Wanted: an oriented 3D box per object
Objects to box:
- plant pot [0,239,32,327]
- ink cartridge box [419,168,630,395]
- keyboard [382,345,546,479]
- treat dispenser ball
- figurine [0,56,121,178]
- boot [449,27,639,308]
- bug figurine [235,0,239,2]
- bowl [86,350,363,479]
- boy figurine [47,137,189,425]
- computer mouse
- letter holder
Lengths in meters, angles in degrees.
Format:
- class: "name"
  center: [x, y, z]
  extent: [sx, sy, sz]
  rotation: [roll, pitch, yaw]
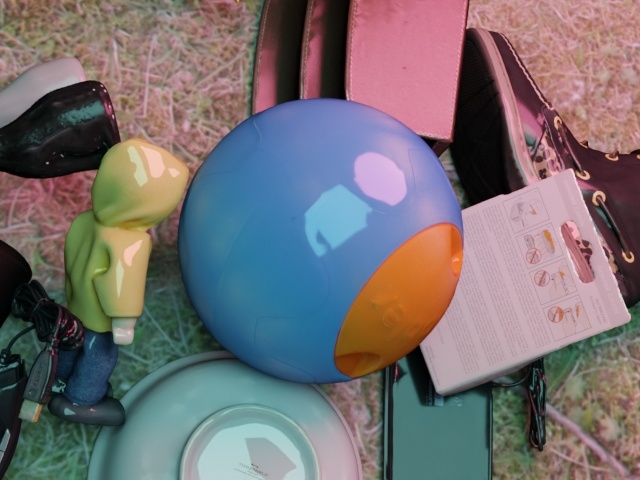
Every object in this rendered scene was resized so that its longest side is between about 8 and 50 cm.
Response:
- class: "plant pot"
  center: [-0.404, 0.042, 1.282]
  extent: [0.187, 0.167, 0.188]
  rotation: [30, 68, -6]
- class: "ink cartridge box"
  center: [0.201, 0.047, 1.415]
  extent: [0.225, 0.056, 0.181]
  rotation: [-23, 76, 15]
- class: "keyboard"
  center: [0.169, 0.163, 1.471]
  extent: [0.202, 0.033, 0.317]
  rotation: [5, 74, -6]
- class: "treat dispenser ball"
  center: [0.000, 0.000, 1.317]
  extent: [0.288, 0.288, 0.288]
  rotation: [4, 74, -14]
- class: "figurine"
  center: [-0.329, -0.114, 1.343]
  extent: [0.210, 0.215, 0.092]
  rotation: [-16, 113, -16]
- class: "boot"
  center: [0.323, -0.088, 1.528]
  extent: [0.284, 0.138, 0.377]
  rotation: [-11, 67, -24]
- class: "bug figurine"
  center: [-0.056, -0.377, 1.471]
  extent: [0.216, 0.072, 0.279]
  rotation: [-26, 47, -8]
- class: "bowl"
  center: [-0.083, 0.244, 1.327]
  extent: [0.298, 0.134, 0.297]
  rotation: [4, 73, -13]
- class: "boy figurine"
  center: [-0.211, 0.034, 1.308]
  extent: [0.092, 0.177, 0.285]
  rotation: [12, 101, -27]
- class: "computer mouse"
  center: [-0.297, 0.171, 1.258]
  extent: [0.060, 0.184, 0.262]
  rotation: [29, 82, -28]
- class: "letter holder"
  center: [0.045, -0.245, 1.492]
  extent: [0.215, 0.152, 0.301]
  rotation: [12, 72, -9]
